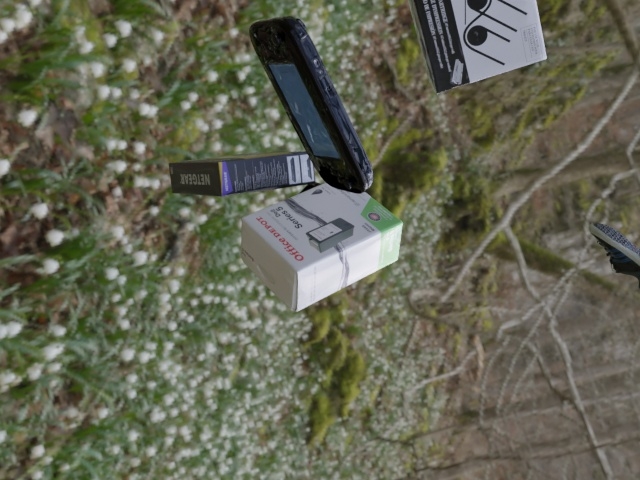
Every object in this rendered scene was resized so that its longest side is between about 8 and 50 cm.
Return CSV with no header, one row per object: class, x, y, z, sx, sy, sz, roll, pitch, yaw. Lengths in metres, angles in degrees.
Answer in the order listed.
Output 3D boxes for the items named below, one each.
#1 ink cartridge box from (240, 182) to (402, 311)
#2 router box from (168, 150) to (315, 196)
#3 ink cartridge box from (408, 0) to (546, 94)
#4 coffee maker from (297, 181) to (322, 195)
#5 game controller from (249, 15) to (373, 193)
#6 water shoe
ink cartridge box,0.000,0.000,1.673,0.198,0.272,0.115,41,-37,35
router box,-0.193,-0.162,1.946,0.309,0.242,0.081,8,-74,58
ink cartridge box,0.111,-0.232,0.654,0.046,0.097,0.207,-97,168,-63
coffee maker,0.010,-0.040,1.918,0.178,0.120,0.171,43,-30,-23
game controller,-0.016,-0.220,1.347,0.166,0.067,0.319,8,-49,55
water shoe,0.716,0.039,1.954,0.203,0.073,0.080,42,-57,26
